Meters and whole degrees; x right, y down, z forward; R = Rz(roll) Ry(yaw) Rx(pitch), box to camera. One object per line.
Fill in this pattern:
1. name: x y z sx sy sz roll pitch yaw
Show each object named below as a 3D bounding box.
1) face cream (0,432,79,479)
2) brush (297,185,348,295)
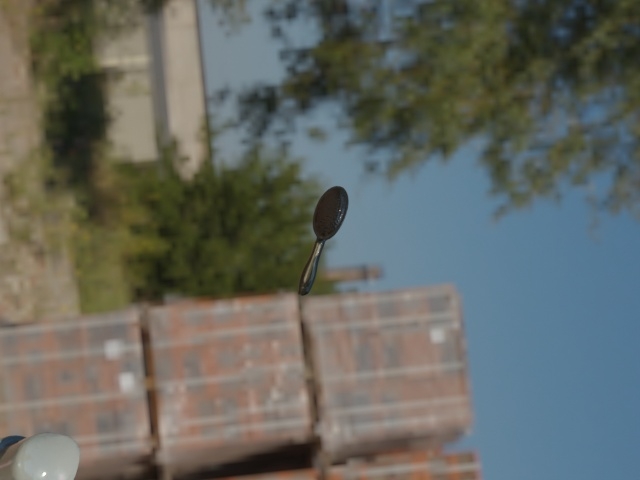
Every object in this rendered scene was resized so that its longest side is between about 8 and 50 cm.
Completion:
1. face cream: -0.230 0.161 1.084 0.251 0.101 0.101 -26 -117 42
2. brush: 0.000 0.000 1.308 0.083 0.024 0.008 -70 158 -9
